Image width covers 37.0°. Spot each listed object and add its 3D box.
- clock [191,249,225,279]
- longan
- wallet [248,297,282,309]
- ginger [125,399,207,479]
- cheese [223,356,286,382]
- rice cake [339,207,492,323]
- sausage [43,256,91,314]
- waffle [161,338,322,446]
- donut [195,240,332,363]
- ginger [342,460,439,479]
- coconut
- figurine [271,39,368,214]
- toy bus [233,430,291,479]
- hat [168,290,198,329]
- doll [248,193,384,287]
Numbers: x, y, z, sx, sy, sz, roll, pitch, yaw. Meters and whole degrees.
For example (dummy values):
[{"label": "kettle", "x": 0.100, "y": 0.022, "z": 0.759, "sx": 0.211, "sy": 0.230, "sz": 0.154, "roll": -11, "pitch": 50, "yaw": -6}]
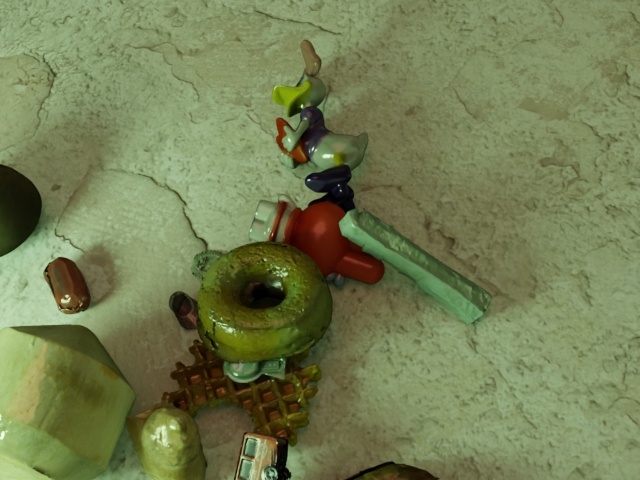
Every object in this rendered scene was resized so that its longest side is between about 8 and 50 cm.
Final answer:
[{"label": "clock", "x": -0.232, "y": 0.052, "z": 2.028, "sx": 0.083, "sy": 0.010, "sz": 0.074, "roll": 2, "pitch": 58, "yaw": 6}, {"label": "longan", "x": -0.718, "y": -0.060, "z": 2.038, "sx": 0.246, "sy": 0.215, "sz": 0.246, "roll": 7, "pitch": 20, "yaw": -3}, {"label": "wallet", "x": -0.104, "y": 0.135, "z": 1.919, "sx": 0.117, "sy": 0.039, "sz": 0.153, "roll": 9, "pitch": 35, "yaw": 16}, {"label": "ginger", "x": -0.255, "y": 0.388, "z": 1.724, "sx": 0.115, "sy": 0.193, "sz": 0.122, "roll": -30, "pitch": 15, "yaw": -24}, {"label": "cheese", "x": -0.126, "y": 0.239, "z": 1.818, "sx": 0.120, "sy": 0.026, "sz": 0.067, "roll": -3, "pitch": 55, "yaw": 5}, {"label": "rice cake", "x": 0.185, "y": 0.045, "z": 1.895, "sx": 0.336, "sy": 0.066, "sz": 0.063, "roll": 35, "pitch": 57, "yaw": 1}, {"label": "sausage", "x": -0.527, "y": 0.096, "z": 1.996, "sx": 0.076, "sy": 0.076, "sz": 0.141, "roll": -29, "pitch": 58, "yaw": -12}, {"label": "waffle", "x": -0.146, "y": 0.281, "z": 1.849, "sx": 0.292, "sy": 0.069, "sz": 0.260, "roll": 16, "pitch": 58, "yaw": 16}, {"label": "donut", "x": -0.112, "y": 0.108, "z": 1.825, "sx": 0.272, "sy": 0.107, "sz": 0.272, "roll": -3, "pitch": 54, "yaw": 4}, {"label": "ginger", "x": 0.071, "y": 0.467, "z": 1.680, "sx": 0.309, "sy": 0.107, "sz": 0.133, "roll": -16, "pitch": 25, "yaw": -6}, {"label": "coconut", "x": -0.502, "y": 0.295, "z": 1.750, "sx": 0.322, "sy": 0.323, "sz": 0.323, "roll": -3, "pitch": 58, "yaw": 4}, {"label": "figurine", "x": -0.003, "y": -0.244, "z": 2.106, "sx": 0.193, "sy": 0.154, "sz": 0.421, "roll": -19, "pitch": 60, "yaw": -11}, {"label": "toy bus", "x": -0.115, "y": 0.460, "z": 1.693, "sx": 0.096, "sy": 0.073, "sz": 0.235, "roll": 11, "pitch": 82, "yaw": 22}, {"label": "hat", "x": -0.278, "y": 0.143, "z": 1.966, "sx": 0.058, "sy": 0.042, "sz": 0.087, "roll": -45, "pitch": 98, "yaw": -12}, {"label": "doll", "x": 0.000, "y": 0.000, "z": 1.965, "sx": 0.290, "sy": 0.130, "sz": 0.161, "roll": 18, "pitch": 83, "yaw": 0}]
